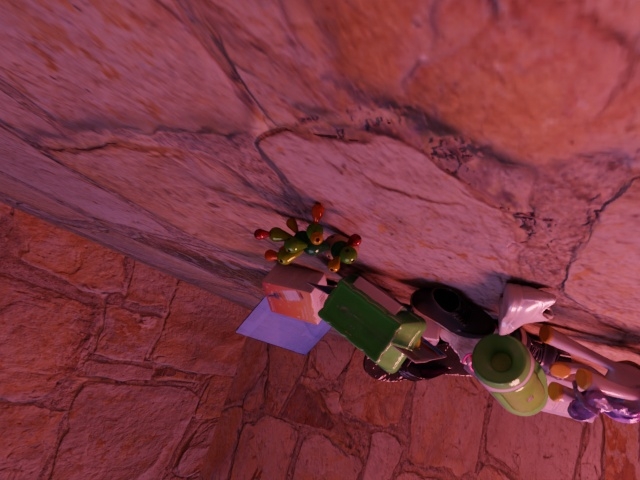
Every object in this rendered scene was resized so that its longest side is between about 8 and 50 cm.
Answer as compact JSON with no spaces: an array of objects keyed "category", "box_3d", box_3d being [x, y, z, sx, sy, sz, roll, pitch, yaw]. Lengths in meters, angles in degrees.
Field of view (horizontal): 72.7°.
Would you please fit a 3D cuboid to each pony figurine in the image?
[{"category":"pony figurine","box_3d":[0.678,0.326,0.895,0.364,0.302,0.351,14,-163,1]}]

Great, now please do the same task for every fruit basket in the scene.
[{"category":"fruit basket","box_3d":[0.163,0.198,1.127,0.327,0.165,0.353,35,-168,29]}]

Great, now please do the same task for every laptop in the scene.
[{"category":"laptop","box_3d":[-0.008,0.298,1.550,0.408,0.236,0.382,2,159,45]}]

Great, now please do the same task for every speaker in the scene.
[{"category":"speaker","box_3d":[0.444,0.317,1.005,0.131,0.131,0.296,6,154,38]}]

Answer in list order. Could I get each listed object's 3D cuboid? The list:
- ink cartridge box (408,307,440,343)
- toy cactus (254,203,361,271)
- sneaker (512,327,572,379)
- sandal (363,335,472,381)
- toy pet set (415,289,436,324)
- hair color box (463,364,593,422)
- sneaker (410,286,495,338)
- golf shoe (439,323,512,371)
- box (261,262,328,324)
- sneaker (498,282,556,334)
[{"category":"ink cartridge box","box_3d":[0.266,0.264,1.365,0.208,0.086,0.153,8,163,13]},{"category":"toy cactus","box_3d":[0.000,0.000,0.795,0.219,0.112,0.180,0,176,43]},{"category":"sneaker","box_3d":[0.576,0.300,1.138,0.163,0.086,0.226,23,178,23]},{"category":"sandal","box_3d":[0.365,0.386,1.437,0.446,0.167,0.107,-3,-178,-3]},{"category":"toy pet set","box_3d":[0.289,0.184,1.130,0.114,0.065,0.122,15,165,12]},{"category":"hair color box","box_3d":[0.649,0.423,1.318,0.374,0.113,0.185,20,-173,-21]},{"category":"sneaker","box_3d":[0.328,0.174,1.013,0.222,0.083,0.118,21,165,-7]},{"category":"golf shoe","box_3d":[0.423,0.303,1.262,0.115,0.140,0.306,18,166,-6]},{"category":"box","box_3d":[-0.070,0.158,1.298,0.170,0.091,0.130,9,130,28]},{"category":"sneaker","box_3d":[0.400,0.142,0.849,0.094,0.080,0.212,1,160,15]}]
